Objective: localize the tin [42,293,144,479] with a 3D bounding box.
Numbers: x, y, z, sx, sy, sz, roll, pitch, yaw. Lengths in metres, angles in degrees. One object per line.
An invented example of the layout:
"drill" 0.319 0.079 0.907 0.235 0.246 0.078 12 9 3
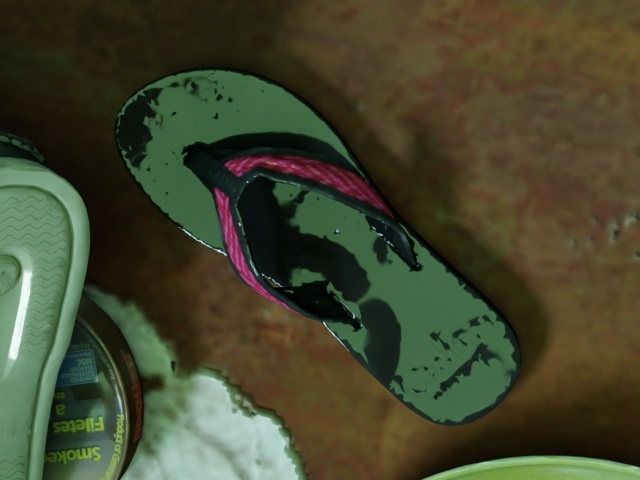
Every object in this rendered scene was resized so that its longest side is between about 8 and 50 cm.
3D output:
"tin" -0.162 0.071 0.577 0.190 0.040 0.106 -7 93 10

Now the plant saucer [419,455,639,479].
"plant saucer" 0.089 0.193 0.551 0.241 0.037 0.241 2 99 10

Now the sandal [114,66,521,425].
"sandal" 0.000 0.000 0.536 0.179 0.040 0.067 40 102 2

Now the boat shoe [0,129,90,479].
"boat shoe" -0.148 0.065 0.529 0.079 0.084 0.233 36 114 41
